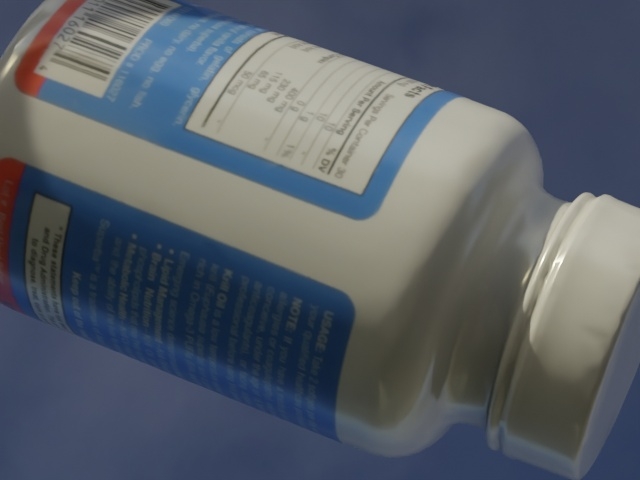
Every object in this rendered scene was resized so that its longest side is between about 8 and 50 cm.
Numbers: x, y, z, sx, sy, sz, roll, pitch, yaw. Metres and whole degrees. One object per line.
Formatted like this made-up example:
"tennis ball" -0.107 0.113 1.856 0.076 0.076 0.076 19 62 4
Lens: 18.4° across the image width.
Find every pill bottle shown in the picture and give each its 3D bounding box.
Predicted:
"pill bottle" 0.000 0.000 0.669 0.222 0.124 0.124 22 -64 15
